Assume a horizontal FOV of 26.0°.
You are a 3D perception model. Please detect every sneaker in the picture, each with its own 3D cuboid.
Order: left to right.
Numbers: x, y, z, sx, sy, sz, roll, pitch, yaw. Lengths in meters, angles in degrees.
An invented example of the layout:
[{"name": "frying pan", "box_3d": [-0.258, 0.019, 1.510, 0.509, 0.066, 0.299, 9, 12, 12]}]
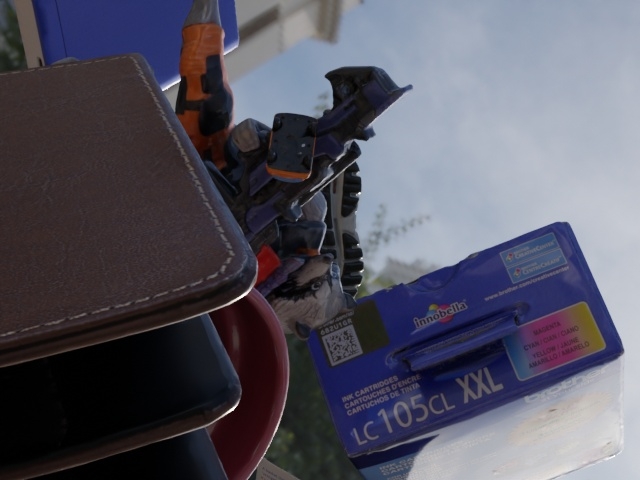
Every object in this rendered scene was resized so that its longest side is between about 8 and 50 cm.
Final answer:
[{"name": "sneaker", "box_3d": [0.000, 0.000, 1.629, 0.094, 0.081, 0.208, -178, -82, -67]}]

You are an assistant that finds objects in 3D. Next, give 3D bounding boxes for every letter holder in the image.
[{"name": "letter holder", "box_3d": [-0.180, 0.058, 0.455, 0.214, 0.302, 0.152, -126, -151, -60]}]

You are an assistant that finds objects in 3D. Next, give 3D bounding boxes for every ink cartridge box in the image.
[{"name": "ink cartridge box", "box_3d": [0.148, 0.136, 1.347, 0.395, 0.270, 0.151, 63, 6, -62]}]

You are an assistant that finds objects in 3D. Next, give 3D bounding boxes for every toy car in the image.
[{"name": "toy car", "box_3d": [-0.059, -0.058, 1.019, 0.040, 0.122, 0.060, 97, -18, -54]}]

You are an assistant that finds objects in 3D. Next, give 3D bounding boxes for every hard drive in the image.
[{"name": "hard drive", "box_3d": [-0.228, -0.273, 1.704, 0.040, 0.319, 0.210, 22, -48, 33]}]

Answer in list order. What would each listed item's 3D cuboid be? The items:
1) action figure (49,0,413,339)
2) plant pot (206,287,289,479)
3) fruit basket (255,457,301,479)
[{"name": "action figure", "box_3d": [-0.056, -0.077, 1.160, 0.341, 0.178, 0.330, -31, -100, 27]}, {"name": "plant pot", "box_3d": [-0.152, 0.077, 0.904, 0.180, 0.201, 0.201, 29, -39, 45]}, {"name": "fruit basket", "box_3d": [0.045, 0.446, 1.570, 0.327, 0.165, 0.353, 27, -58, 27]}]
